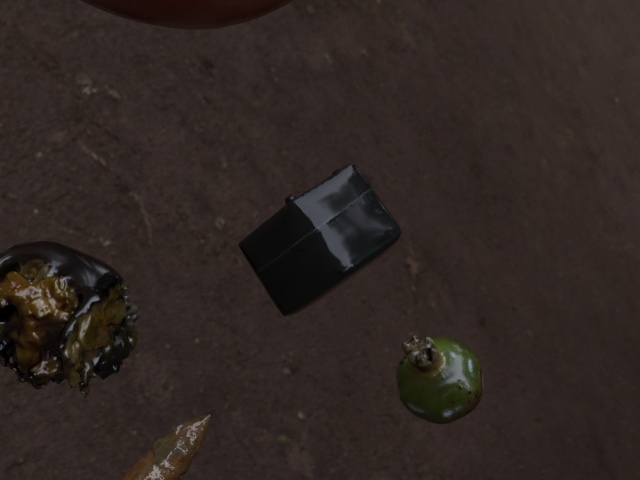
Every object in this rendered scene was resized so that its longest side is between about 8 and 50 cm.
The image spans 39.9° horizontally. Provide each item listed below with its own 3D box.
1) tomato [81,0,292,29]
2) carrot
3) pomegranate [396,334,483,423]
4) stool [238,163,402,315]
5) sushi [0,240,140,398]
[{"bbox_3d":[-0.081,-0.236,0.458,0.256,0.224,0.256,33,30,-22],"label":"tomato"},{"bbox_3d":[-0.290,0.416,1.600,0.102,0.102,0.263,46,76,-21],"label":"carrot"},{"bbox_3d":[0.147,0.167,1.118,0.142,0.114,0.114,58,29,-46],"label":"pomegranate"},{"bbox_3d":[0.000,0.000,1.278,0.141,0.232,0.232,54,35,3],"label":"stool"},{"bbox_3d":[-0.411,0.118,1.352,0.200,0.204,0.213,-50,143,-59],"label":"sushi"}]
